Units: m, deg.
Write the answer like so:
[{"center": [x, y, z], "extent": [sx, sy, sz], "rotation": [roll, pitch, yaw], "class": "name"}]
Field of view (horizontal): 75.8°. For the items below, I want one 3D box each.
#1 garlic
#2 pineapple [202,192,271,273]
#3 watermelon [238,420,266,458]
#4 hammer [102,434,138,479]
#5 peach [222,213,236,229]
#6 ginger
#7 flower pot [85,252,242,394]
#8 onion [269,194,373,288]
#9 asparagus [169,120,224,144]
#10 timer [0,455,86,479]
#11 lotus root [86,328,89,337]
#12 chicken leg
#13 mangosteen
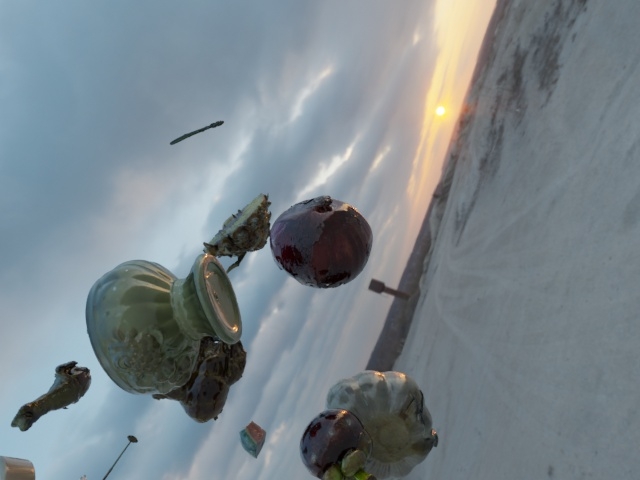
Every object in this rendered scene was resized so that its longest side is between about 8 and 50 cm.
[{"center": [0.155, 0.517, 1.153], "extent": [0.241, 0.323, 0.321], "rotation": [66, -135, -65], "class": "garlic"}, {"center": [-0.245, -0.013, 1.402], "extent": [0.334, 0.161, 0.158], "rotation": [-43, -64, -30], "class": "pineapple"}, {"center": [-0.188, 0.550, 1.143], "extent": [0.072, 0.084, 0.092], "rotation": [-47, 11, -30], "class": "watermelon"}, {"center": [-0.478, 0.518, 0.966], "extent": [0.122, 0.029, 0.014], "rotation": [-56, 24, -20], "class": "hammer"}, {"center": [-0.359, -0.047, 1.875], "extent": [0.179, 0.180, 0.103], "rotation": [92, -177, -53], "class": "peach"}, {"center": [-0.388, 0.361, 1.235], "extent": [0.274, 0.358, 0.152], "rotation": [-50, 11, -4], "class": "ginger"}, {"center": [-0.326, 0.168, 0.914], "extent": [0.307, 0.244, 0.307], "rotation": [-22, -90, -88], "class": "flower pot"}, {"center": [0.000, 0.000, 1.093], "extent": [0.276, 0.277, 0.275], "rotation": [20, -90, -78], "class": "onion"}, {"center": [-0.303, -0.262, 1.000], "extent": [0.016, 0.166, 0.013], "rotation": [67, -156, -19], "class": "asparagus"}, {"center": [-0.698, 0.639, 1.038], "extent": [0.266, 0.175, 0.175], "rotation": [31, -104, -47], "class": "timer"}, {"center": [-0.661, 0.261, 1.407], "extent": [0.259, 0.110, 0.097], "rotation": [-31, -28, -35], "class": "lotus root"}, {"center": [-1.062, 0.605, 1.673], "extent": [0.361, 0.141, 0.211], "rotation": [34, -120, -87], "class": "chicken leg"}, {"center": [0.045, 0.454, 0.873], "extent": [0.156, 0.181, 0.145], "rotation": [-48, -22, -14], "class": "mangosteen"}]
